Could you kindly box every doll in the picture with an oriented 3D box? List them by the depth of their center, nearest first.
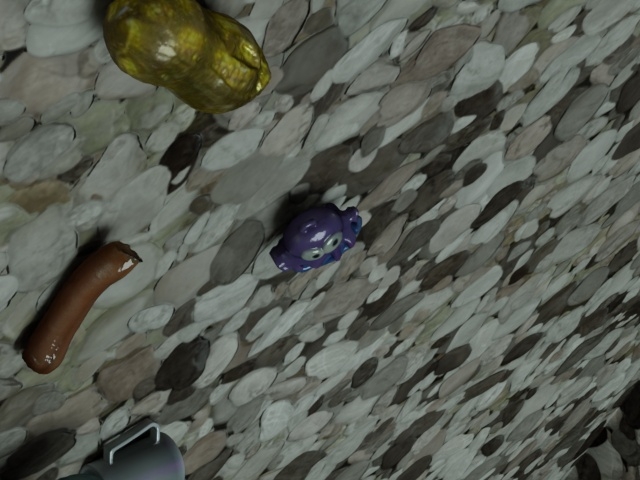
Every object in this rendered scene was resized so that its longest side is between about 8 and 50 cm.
[{"bbox_3d":[0.000,0.000,1.979,0.110,0.067,0.206,-33,168,3],"label":"doll"}]

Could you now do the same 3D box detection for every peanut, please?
[{"bbox_3d":[-0.112,-0.161,1.489,0.087,0.087,0.207,-47,154,12],"label":"peanut"}]

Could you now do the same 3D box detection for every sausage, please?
[{"bbox_3d":[-0.239,0.065,1.730,0.177,0.047,0.040,-52,159,26],"label":"sausage"}]

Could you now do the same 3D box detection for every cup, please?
[{"bbox_3d":[-0.223,0.266,2.101,0.116,0.074,0.104,-15,122,-39],"label":"cup"}]

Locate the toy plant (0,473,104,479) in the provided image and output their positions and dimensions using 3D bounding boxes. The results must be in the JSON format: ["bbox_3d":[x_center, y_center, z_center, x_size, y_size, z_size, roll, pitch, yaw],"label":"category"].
[{"bbox_3d":[-0.351,0.381,1.907,0.332,0.247,0.247,-44,157,-6],"label":"toy plant"}]
